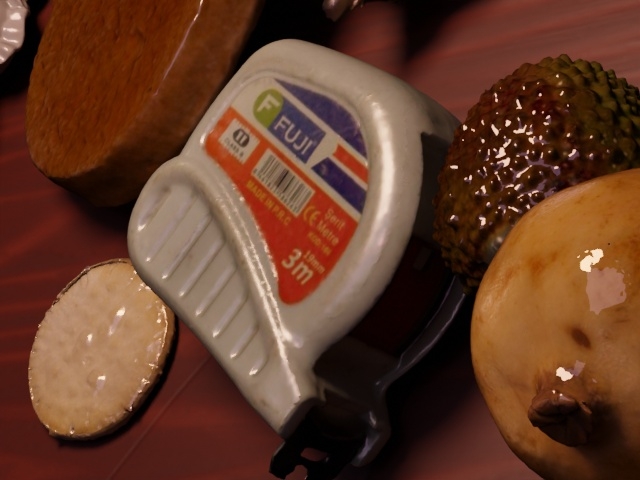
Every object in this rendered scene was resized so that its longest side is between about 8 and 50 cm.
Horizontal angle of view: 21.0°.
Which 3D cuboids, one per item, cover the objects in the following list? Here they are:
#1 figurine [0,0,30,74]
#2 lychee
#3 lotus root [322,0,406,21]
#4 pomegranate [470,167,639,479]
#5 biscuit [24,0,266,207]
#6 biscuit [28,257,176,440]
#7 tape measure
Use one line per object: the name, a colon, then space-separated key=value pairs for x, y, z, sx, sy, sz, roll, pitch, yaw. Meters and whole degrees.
figurine: x=-0.337 y=-0.148 z=1.525 sx=0.143 sy=0.143 sz=0.271 roll=15 pitch=44 yaw=43
lychee: x=0.148 y=-0.031 z=1.044 sx=0.171 sy=0.171 sz=0.171 roll=-19 pitch=57 yaw=31
lotus root: x=0.056 y=-0.252 z=1.255 sx=0.125 sy=0.118 sz=0.221 roll=-14 pitch=59 yaw=51
pomegranate: x=0.166 y=0.055 z=0.880 sx=0.196 sy=0.196 sz=0.196 roll=-19 pitch=57 yaw=31
biscuit: x=-0.124 y=-0.220 z=1.393 sx=0.350 sy=0.070 sz=0.394 roll=26 pitch=92 yaw=59
biscuit: x=-0.170 y=0.082 z=1.327 sx=0.152 sy=0.020 sz=0.152 roll=-19 pitch=57 yaw=31
tape measure: x=-0.001 y=0.001 z=1.164 sx=0.246 sy=0.125 sz=0.243 roll=-52 pitch=48 yaw=7
